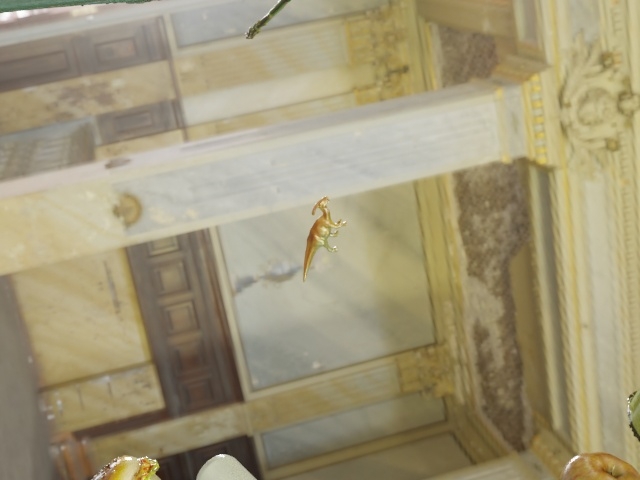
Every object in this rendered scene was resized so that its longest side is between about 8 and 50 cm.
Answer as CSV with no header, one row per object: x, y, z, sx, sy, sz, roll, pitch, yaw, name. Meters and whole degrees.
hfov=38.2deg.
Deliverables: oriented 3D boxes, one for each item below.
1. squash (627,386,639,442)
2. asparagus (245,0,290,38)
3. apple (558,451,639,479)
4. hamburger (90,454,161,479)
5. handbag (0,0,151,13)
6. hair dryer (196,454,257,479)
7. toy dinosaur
0.468,0.148,1.058,0.132,0.132,0.247,-112,-145,-42,squash
-0.053,-0.277,1.105,0.166,0.013,0.016,-29,-118,57,asparagus
0.402,0.359,1.311,0.126,0.126,0.102,-122,-136,-62,apple
-0.220,0.289,0.986,0.141,0.081,0.126,-28,-152,45,hamburger
-0.287,-0.346,0.910,0.089,0.326,0.238,-67,153,-72,handbag
-0.099,0.416,1.284,0.131,0.073,0.236,33,-39,44,hair dryer
0.004,0.000,1.080,0.026,0.041,0.113,-109,-154,-57,toy dinosaur
